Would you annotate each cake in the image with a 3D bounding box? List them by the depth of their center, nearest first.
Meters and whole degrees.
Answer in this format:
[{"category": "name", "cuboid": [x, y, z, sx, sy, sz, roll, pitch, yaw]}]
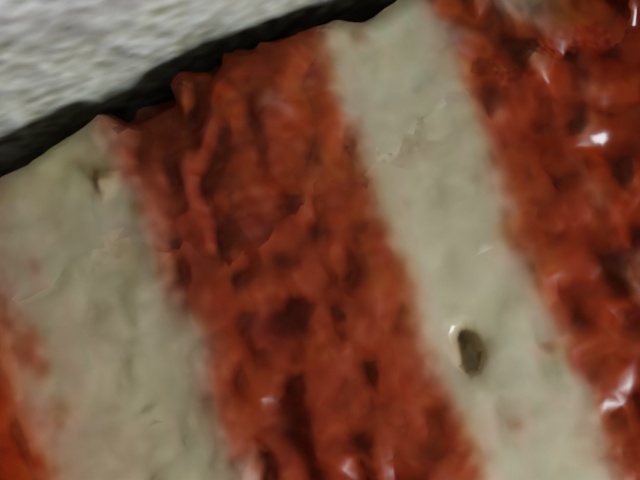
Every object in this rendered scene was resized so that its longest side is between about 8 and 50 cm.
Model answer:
[{"category": "cake", "cuboid": [0.016, 0.054, 0.437, 0.319, 0.270, 0.270, -20, 173, -2]}]
